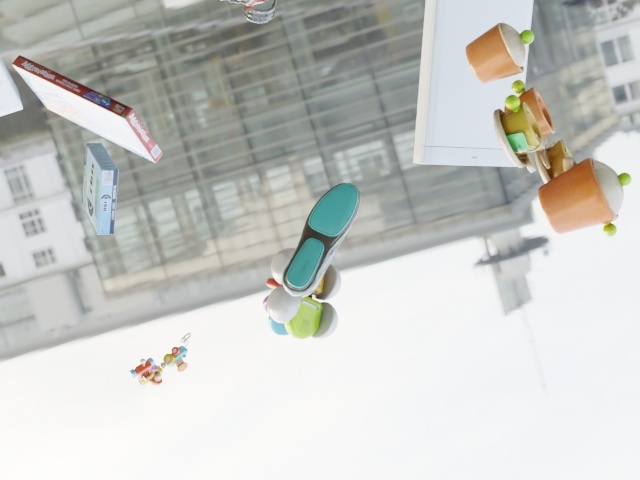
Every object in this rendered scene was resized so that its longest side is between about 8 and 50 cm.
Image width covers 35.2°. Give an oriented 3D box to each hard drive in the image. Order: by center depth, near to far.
[{"bbox_3d":[0.287,-0.316,1.874,0.233,0.352,0.047,-1,-171,-33],"label":"hard drive"}]

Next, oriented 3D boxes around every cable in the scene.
[{"bbox_3d":[-0.091,-0.494,1.943,0.287,0.139,0.072,-28,156,-45],"label":"cable"}]

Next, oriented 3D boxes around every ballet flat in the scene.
[{"bbox_3d":[0.000,0.000,1.686,0.213,0.072,0.068,-60,169,-13],"label":"ballet flat"}]

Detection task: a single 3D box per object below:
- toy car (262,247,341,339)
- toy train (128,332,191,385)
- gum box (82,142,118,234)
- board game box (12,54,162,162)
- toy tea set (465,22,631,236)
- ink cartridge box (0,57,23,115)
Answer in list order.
[{"bbox_3d":[-0.052,0.108,1.963,0.136,0.182,0.159,-16,149,40],"label":"toy car"},{"bbox_3d":[-0.339,0.272,2.189,0.166,0.046,0.125,-31,162,-33],"label":"toy train"},{"bbox_3d":[-0.504,-0.120,2.305,0.041,0.156,0.184,-2,-155,-24],"label":"gum box"},{"bbox_3d":[-0.418,-0.237,1.815,0.281,0.145,0.027,27,-109,25],"label":"board game box"},{"bbox_3d":[0.327,-0.157,1.399,0.124,0.336,0.200,-24,-141,22],"label":"toy tea set"},{"bbox_3d":[-0.600,-0.235,1.580,0.223,0.045,0.224,-19,166,-9],"label":"ink cartridge box"}]
